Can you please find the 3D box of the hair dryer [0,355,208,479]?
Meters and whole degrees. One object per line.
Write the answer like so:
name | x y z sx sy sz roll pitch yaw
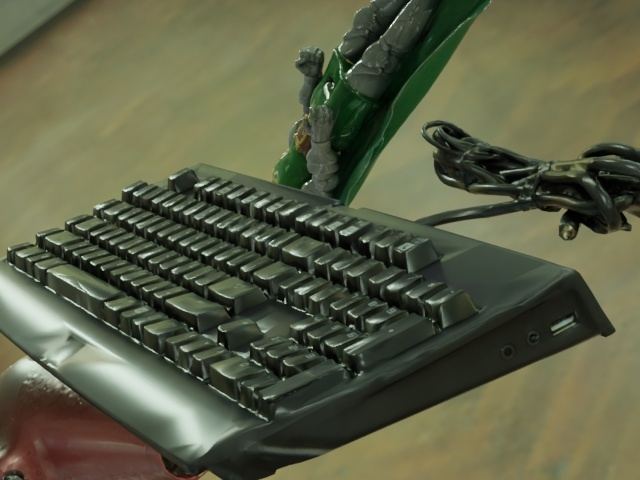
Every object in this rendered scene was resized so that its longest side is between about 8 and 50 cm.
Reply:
hair dryer | -0.177 0.145 1.059 0.293 0.080 0.223 -24 27 21

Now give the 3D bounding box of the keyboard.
keyboard | 0.000 0.000 0.654 0.201 0.033 0.317 -21 15 -18

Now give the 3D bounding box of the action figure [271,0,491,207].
action figure | 0.015 -0.079 1.131 0.137 0.063 0.232 -99 32 -54
